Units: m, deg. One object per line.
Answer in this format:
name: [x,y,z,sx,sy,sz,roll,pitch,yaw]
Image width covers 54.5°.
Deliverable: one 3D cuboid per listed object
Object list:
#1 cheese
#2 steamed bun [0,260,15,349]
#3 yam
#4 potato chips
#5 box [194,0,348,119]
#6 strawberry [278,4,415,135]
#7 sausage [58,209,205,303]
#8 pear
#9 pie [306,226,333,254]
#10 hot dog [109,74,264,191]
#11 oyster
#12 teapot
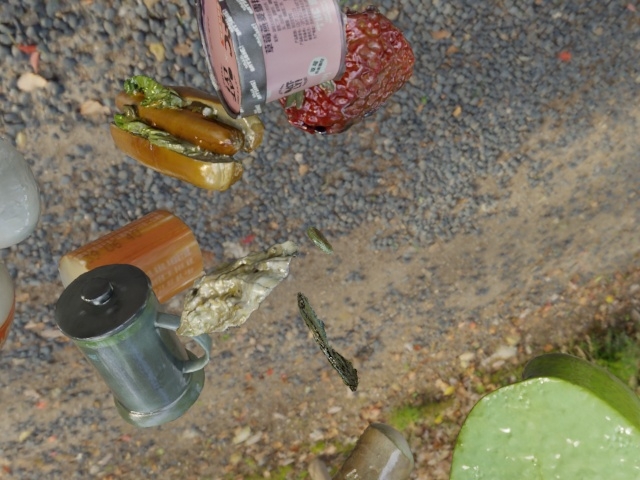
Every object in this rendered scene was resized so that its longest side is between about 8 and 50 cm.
cheese: [-0.531,-0.076,0.973,0.198,0.188,0.154,-14,-167,45]
steamed bun: [-0.883,0.185,1.508,0.242,0.374,0.374,19,123,-32]
yam: [-0.020,0.336,0.620,0.356,0.081,0.081,-48,150,-23]
potato chips: [0.018,0.202,1.181,0.029,0.202,0.220,-34,130,1]
box: [-0.051,-0.221,0.673,0.135,0.151,0.151,-19,142,-18]
strawberry: [0.049,-0.279,1.135,0.254,0.150,0.280,-27,170,25]
sausage: [-0.483,0.076,1.602,0.287,0.233,0.233,-33,152,-41]
pear: [0.284,0.266,0.722,0.292,0.292,0.159,-45,151,19]
pie: [0.000,0.000,1.475,0.020,0.084,0.084,-42,142,12]
hot dog: [-0.217,-0.165,0.897,0.100,0.337,0.135,33,84,-47]
oyster: [-0.116,0.057,0.855,0.072,0.132,0.209,40,138,-20]
teapot: [-0.350,0.202,1.230,0.271,0.200,0.336,-1,136,13]
